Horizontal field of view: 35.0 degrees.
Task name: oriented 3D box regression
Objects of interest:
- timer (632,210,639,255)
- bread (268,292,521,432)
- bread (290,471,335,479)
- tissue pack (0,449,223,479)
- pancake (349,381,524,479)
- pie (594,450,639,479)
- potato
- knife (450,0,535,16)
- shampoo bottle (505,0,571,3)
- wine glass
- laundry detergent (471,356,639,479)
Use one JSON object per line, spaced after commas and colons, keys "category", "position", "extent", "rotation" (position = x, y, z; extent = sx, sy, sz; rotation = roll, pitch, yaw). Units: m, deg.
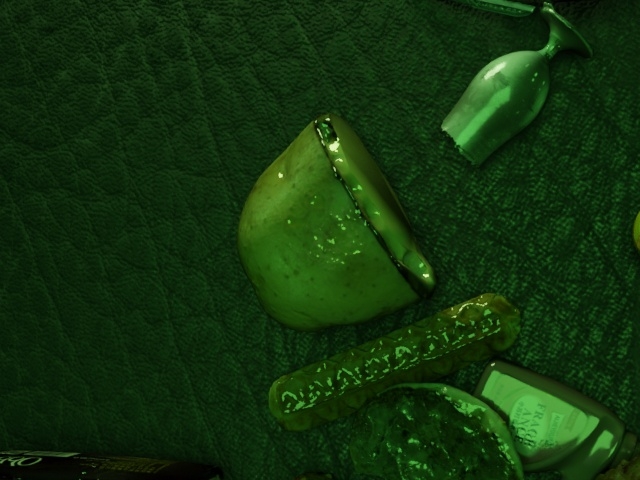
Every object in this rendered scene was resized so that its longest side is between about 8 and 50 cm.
{"category": "timer", "position": [0.454, -0.010, 1.300], "extent": [0.107, 0.109, 0.107], "rotation": [-1, 84, 12]}
{"category": "bread", "position": [0.099, 0.167, 1.378], "extent": [0.367, 0.077, 0.084], "rotation": [-23, 79, 8]}
{"category": "bread", "position": [0.031, 0.432, 1.279], "extent": [0.340, 0.179, 0.194], "rotation": [30, 88, 29]}
{"category": "tissue pack", "position": [-0.336, 0.392, 1.385], "extent": [0.370, 0.210, 0.198], "rotation": [2, 88, 13]}
{"category": "pancake", "position": [0.153, 0.294, 1.325], "extent": [0.254, 0.037, 0.253], "rotation": [10, 108, 31]}
{"category": "pie", "position": [0.372, 0.425, 1.193], "extent": [0.103, 0.288, 0.354], "rotation": [19, 108, -22]}
{"category": "potato", "position": [0.000, 0.000, 1.353], "extent": [0.242, 0.242, 0.285], "rotation": [-31, 94, 8]}
{"category": "knife", "position": [0.202, -0.336, 1.407], "extent": [0.210, 0.028, 0.015], "rotation": [22, 73, 29]}
{"category": "shampoo bottle", "position": [0.328, -0.349, 1.339], "extent": [0.236, 0.068, 0.067], "rotation": [6, 116, 37]}
{"category": "wine glass", "position": [0.258, -0.205, 1.367], "extent": [0.103, 0.103, 0.222], "rotation": [44, 93, 13]}
{"category": "laundry detergent", "position": [0.298, 0.272, 1.327], "extent": [0.237, 0.076, 0.171], "rotation": [26, 95, 12]}
